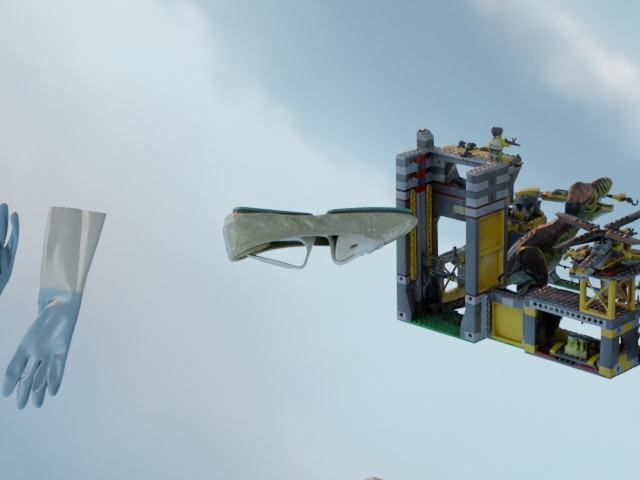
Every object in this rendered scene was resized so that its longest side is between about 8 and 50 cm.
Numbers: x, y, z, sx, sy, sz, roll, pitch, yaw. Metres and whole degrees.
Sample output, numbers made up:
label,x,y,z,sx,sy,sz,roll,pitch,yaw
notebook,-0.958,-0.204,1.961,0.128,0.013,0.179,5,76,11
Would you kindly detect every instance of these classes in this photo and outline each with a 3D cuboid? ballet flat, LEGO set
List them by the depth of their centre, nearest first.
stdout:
label,x,y,z,sx,sy,sz,roll,pitch,yaw
ballet flat,0.000,0.000,1.509,0.168,0.057,0.052,0,-104,6
LEGO set,0.221,-0.016,1.604,0.255,0.192,0.331,-15,-157,-36

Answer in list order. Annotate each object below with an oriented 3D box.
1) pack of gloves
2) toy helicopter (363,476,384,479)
label,x,y,z,sx,sy,sz,roll,pitch,yaw
pack of gloves,-0.334,0.075,1.956,0.195,0.232,0.046,7,166,33
toy helicopter,0.046,0.130,0.394,0.235,0.355,0.140,31,-113,-31
